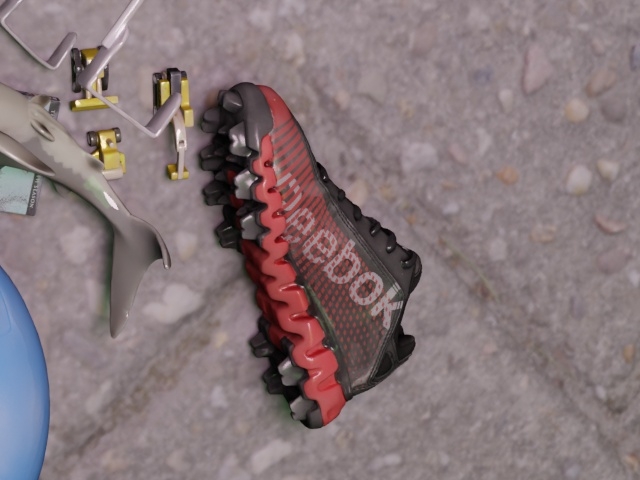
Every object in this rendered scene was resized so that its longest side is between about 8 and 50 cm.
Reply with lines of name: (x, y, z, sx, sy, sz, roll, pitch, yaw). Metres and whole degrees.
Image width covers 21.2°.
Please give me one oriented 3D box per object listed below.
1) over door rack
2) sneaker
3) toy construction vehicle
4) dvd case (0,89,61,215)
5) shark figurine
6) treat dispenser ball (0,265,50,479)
over door rack: (-0.111, -0.248, 1.050, 0.108, 0.239, 0.324, 22, 97, -28)
sneaker: (0.000, 0.000, 1.254, 0.135, 0.097, 0.276, -23, 116, -14)
toy construction vehicle: (-0.132, -0.088, 1.207, 0.086, 0.035, 0.098, -5, 108, -20)
dvd case: (-0.247, -0.067, 1.180, 0.119, 0.013, 0.087, 10, 103, -25)
shark figurine: (-0.225, -0.050, 1.151, 0.116, 0.166, 0.278, -36, 138, 20)
treat dispenser ball: (-0.313, 0.105, 1.055, 0.288, 0.288, 0.288, -7, 109, -20)
